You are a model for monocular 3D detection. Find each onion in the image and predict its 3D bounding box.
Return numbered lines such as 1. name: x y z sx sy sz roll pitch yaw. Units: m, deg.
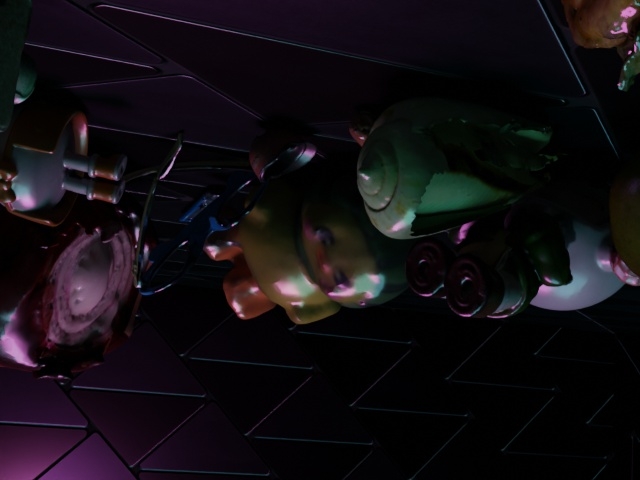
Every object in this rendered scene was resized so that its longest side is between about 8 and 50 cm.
1. onion: -0.408 0.019 1.202 0.341 0.341 0.341 5 171 1

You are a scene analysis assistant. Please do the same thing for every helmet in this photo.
1. helmet: -0.050 -0.106 0.984 0.084 0.049 0.065 -22 159 -45

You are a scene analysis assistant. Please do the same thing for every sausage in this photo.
1. sausage: 0.074 -0.103 0.965 0.043 0.043 0.186 2 170 18

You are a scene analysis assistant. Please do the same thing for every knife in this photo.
1. knife: -0.196 -0.055 1.440 0.044 0.026 0.296 -5 174 -19

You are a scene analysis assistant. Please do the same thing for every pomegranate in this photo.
1. pomegranate: 0.371 -0.041 0.861 0.179 0.179 0.210 9 -160 -26

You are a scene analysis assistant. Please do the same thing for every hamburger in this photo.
1. hamburger: 0.194 -0.140 0.472 0.087 0.102 0.176 -7 171 -4

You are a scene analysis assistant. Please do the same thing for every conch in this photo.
1. conch: 0.150 -0.078 0.847 0.251 0.143 0.137 -6 -144 -14

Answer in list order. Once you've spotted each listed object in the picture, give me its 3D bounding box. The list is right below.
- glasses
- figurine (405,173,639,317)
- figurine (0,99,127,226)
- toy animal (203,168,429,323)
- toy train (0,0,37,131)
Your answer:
1. glasses: -0.185 -0.036 1.093 0.102 0.239 0.207 48 -174 28
2. figurine: 0.249 0.013 1.000 0.281 0.167 0.370 24 -156 36
3. figurine: -0.354 -0.094 0.947 0.271 0.143 0.143 6 171 -14
4. toy animal: 0.003 -0.001 1.193 0.338 0.216 0.191 -11 -164 43
5. toy train: -0.327 -0.160 0.554 0.159 0.129 0.326 7 173 22
